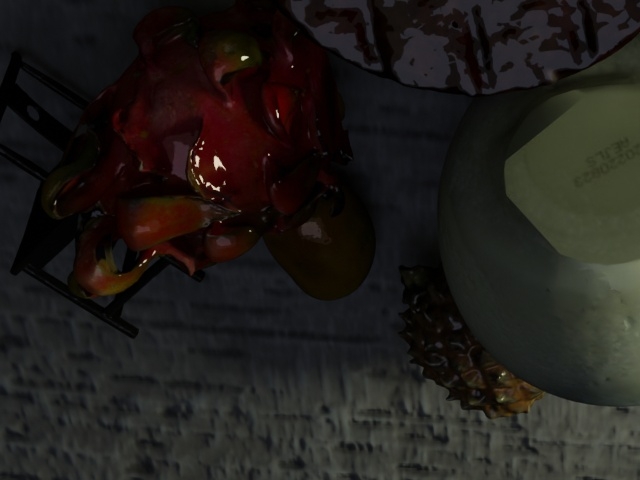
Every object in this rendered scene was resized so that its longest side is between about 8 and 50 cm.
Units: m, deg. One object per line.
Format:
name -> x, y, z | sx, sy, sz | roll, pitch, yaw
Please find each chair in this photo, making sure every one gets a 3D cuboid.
chair -> -0.242, -0.043, 1.814 | 0.260, 0.154, 0.141 | 34, 127, -21

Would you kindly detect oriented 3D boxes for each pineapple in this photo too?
pineapple -> 0.155, 0.084, 1.860 | 0.193, 0.166, 0.166 | 39, 127, -9

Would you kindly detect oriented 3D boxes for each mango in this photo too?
mango -> 0.003, -0.002, 1.854 | 0.111, 0.089, 0.163 | -7, 140, 30

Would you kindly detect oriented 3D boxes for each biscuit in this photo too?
biscuit -> 0.118, -0.316, 1.478 | 0.408, 0.091, 0.407 | 3, 108, 9

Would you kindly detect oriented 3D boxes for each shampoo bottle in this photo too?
shampoo bottle -> 0.261, -0.020, 1.622 | 0.323, 0.322, 0.317 | -7, 151, 15

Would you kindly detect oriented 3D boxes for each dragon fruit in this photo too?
dragon fruit -> -0.108, -0.087, 1.664 | 0.243, 0.307, 0.227 | -4, 140, 34
